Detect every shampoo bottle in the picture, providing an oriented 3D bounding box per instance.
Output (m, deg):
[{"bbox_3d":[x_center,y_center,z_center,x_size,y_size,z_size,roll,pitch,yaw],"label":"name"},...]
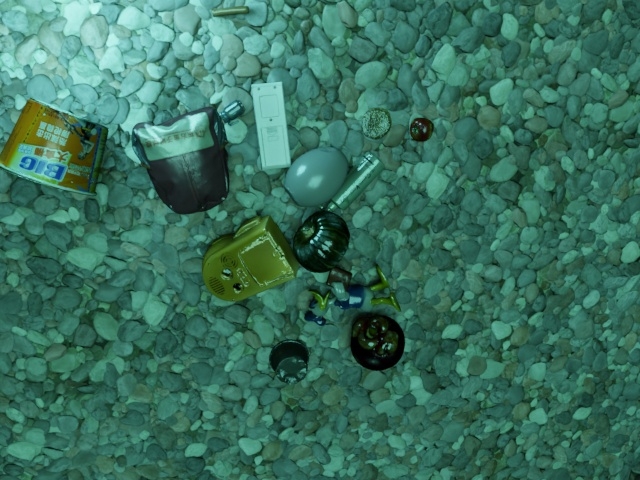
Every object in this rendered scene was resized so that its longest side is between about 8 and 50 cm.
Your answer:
[{"bbox_3d":[0.108,-0.190,1.758,0.085,0.085,0.262,41,96,-18],"label":"shampoo bottle"}]

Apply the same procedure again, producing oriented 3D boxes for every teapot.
[{"bbox_3d":[-0.288,-0.420,1.650,0.083,0.063,0.049,-32,77,4],"label":"teapot"}]

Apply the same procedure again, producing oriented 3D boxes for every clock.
[{"bbox_3d":[-0.259,0.077,1.730,0.316,0.200,0.244,-27,106,7],"label":"clock"}]

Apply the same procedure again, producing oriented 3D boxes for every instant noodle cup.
[{"bbox_3d":[-0.779,-0.280,1.491,0.296,0.296,0.214,20,94,-14],"label":"instant noodle cup"}]

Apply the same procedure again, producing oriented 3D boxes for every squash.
[{"bbox_3d":[0.003,0.003,1.716,0.172,0.218,0.218,31,99,-10],"label":"squash"}]

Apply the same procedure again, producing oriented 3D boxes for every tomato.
[{"bbox_3d":[0.355,-0.385,1.746,0.075,0.087,0.087,-10,110,-36],"label":"tomato"}]

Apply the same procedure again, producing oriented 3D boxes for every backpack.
[{"bbox_3d":[-0.419,-0.243,1.598,0.283,0.197,0.318,-16,113,-6],"label":"backpack"}]

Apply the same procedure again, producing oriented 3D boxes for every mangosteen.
[{"bbox_3d":[0.206,0.364,1.856,0.211,0.211,0.250,-26,142,-1],"label":"mangosteen"}]

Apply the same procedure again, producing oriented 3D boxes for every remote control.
[{"bbox_3d":[-0.164,-0.380,1.674,0.102,0.055,0.278,-8,106,-7],"label":"remote control"}]

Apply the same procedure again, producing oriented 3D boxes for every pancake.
[{"bbox_3d":[0.196,-0.406,1.748,0.114,0.011,0.115,-3,106,-9],"label":"pancake"}]

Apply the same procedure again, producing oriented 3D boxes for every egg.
[{"bbox_3d":[-0.010,-0.215,1.682,0.231,0.176,0.176,-39,108,1],"label":"egg"}]

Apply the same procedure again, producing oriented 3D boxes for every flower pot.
[{"bbox_3d":[-0.114,0.469,1.900,0.157,0.107,0.158,-2,106,-7],"label":"flower pot"}]

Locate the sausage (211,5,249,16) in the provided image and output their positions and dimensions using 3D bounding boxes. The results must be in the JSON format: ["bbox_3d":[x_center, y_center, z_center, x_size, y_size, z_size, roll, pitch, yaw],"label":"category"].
[{"bbox_3d":[-0.281,-0.718,1.572,0.116,0.026,0.026,-9,107,-7],"label":"sausage"}]

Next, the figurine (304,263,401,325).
[{"bbox_3d":[0.078,0.212,1.820,0.338,0.205,0.283,-31,135,13],"label":"figurine"}]

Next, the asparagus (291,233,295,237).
[{"bbox_3d":[-0.042,-0.014,1.819,0.127,0.018,0.015,2,80,-10],"label":"asparagus"}]
